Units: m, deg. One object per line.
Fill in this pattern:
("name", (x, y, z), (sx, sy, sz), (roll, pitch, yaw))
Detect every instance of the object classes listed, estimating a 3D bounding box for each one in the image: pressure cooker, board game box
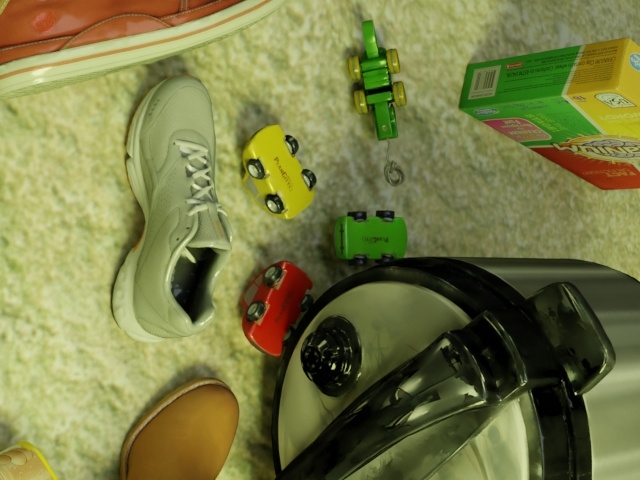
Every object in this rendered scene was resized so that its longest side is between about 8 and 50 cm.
("pressure cooker", (0.150, 0.197, 1.067), (0.420, 0.375, 0.370), (3, 98, -44))
("board game box", (0.371, -0.148, 1.343), (0.316, 0.242, 0.064), (22, 77, -36))

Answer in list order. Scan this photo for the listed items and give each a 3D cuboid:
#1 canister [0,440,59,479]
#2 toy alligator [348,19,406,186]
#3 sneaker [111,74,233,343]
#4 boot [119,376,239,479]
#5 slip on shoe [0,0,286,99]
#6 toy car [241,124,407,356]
("canister", (-0.286, 0.252, 0.866), (0.170, 0.073, 0.126), (-27, 80, -50))
("toy alligator", (0.072, -0.158, 1.222), (0.051, 0.056, 0.190), (-46, 126, -77))
("sneaker", (-0.122, -0.031, 1.011), (0.099, 0.121, 0.263), (8, 84, -40))
("boot", (-0.115, 0.249, 0.945), (0.283, 0.220, 0.109), (-49, 117, -29))
("slip on shoe", (-0.164, -0.217, 0.990), (0.331, 0.123, 0.101), (-22, 99, -33))
("toy car", (0.000, 0.000, 1.155), (0.225, 0.053, 0.239), (0, 90, -40))
